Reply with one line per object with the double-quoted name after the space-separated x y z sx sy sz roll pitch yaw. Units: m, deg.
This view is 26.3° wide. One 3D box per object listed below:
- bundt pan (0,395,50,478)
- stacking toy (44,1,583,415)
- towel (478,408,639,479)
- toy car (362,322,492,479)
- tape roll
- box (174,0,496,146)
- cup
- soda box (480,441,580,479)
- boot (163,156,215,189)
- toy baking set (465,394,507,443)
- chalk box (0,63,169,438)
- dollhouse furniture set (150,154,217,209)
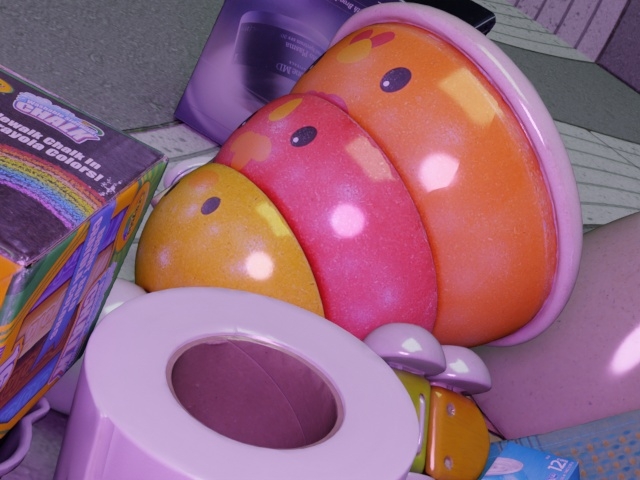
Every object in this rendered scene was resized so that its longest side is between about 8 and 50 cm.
-0.357 0.106 0.911 0.330 0.124 0.331 23 25 -11 "bundt pan"
-0.038 0.021 1.210 0.480 0.351 0.350 -28 54 -29 "stacking toy"
0.221 0.282 1.121 0.271 0.040 0.370 -12 31 1 "towel"
0.059 0.162 1.159 0.136 0.159 0.182 -7 -21 36 "toy car"
-0.068 0.170 0.995 0.246 0.169 0.246 14 29 -8 "tape roll"
0.017 -0.223 1.768 0.296 0.294 0.183 31 26 9 "box"
0.348 0.108 1.486 0.331 0.237 0.331 27 25 -14 "cup"
0.134 0.255 1.083 0.067 0.071 0.210 12 38 31 "soda box"
-0.084 -0.036 1.558 0.190 0.069 0.086 11 33 -38 "boot"
0.115 0.154 1.443 0.196 0.030 0.256 19 28 -29 "toy baking set"
-0.230 -0.001 0.894 0.180 0.179 0.289 29 22 4 "chalk box"
0.000 0.000 1.540 0.355 0.174 0.303 -35 102 -28 "dollhouse furniture set"
